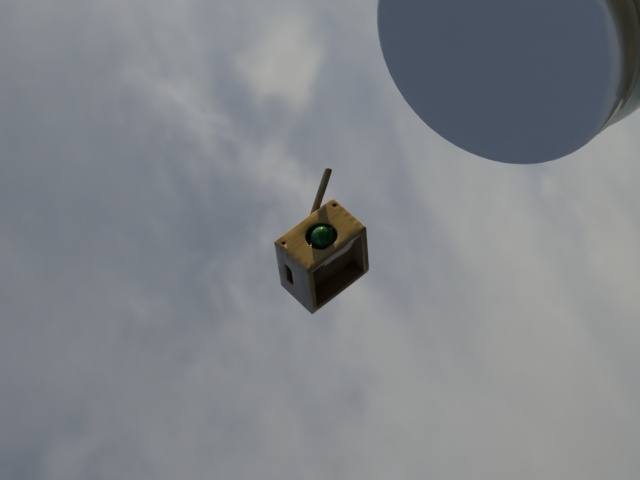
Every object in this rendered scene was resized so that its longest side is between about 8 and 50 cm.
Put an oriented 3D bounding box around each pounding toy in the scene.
[{"bbox_3d":[0.000,0.000,1.891,0.130,0.100,0.141,-37,-30,-20],"label":"pounding toy"}]

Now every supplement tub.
[{"bbox_3d":[0.175,-0.188,0.916,0.272,0.191,0.191,-45,-67,-44],"label":"supplement tub"}]
